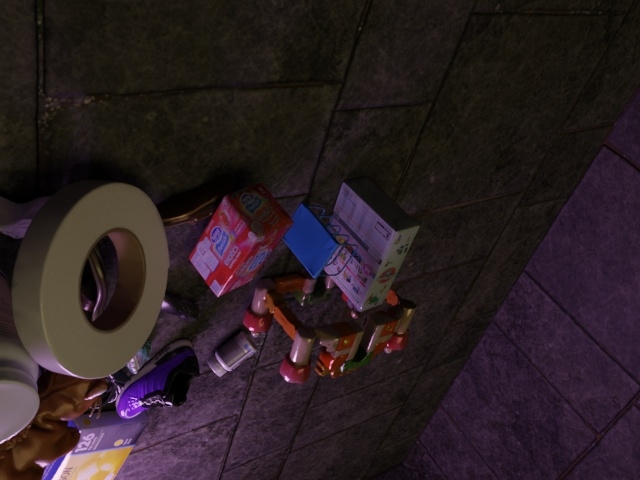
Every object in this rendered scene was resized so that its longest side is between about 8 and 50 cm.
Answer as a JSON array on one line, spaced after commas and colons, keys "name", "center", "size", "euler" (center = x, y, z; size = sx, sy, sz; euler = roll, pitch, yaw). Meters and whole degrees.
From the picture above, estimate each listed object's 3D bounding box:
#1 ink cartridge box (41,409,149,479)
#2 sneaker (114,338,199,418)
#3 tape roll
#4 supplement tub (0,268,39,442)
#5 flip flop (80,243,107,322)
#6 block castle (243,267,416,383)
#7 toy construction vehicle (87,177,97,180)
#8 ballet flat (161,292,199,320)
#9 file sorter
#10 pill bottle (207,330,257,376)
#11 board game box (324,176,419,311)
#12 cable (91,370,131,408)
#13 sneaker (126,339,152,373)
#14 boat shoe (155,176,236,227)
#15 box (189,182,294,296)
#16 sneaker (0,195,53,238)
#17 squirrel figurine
[{"name": "ink cartridge box", "center": [-0.695, 0.617, 1.931], "size": [0.307, 0.072, 0.304], "euler": [5, 127, -48]}, {"name": "sneaker", "center": [-0.450, 0.421, 1.857], "size": [0.293, 0.146, 0.102], "euler": [-45, 146, 8]}, {"name": "tape roll", "center": [-0.432, 0.074, 1.307], "size": [0.392, 0.072, 0.392], "euler": [7, 90, -70]}, {"name": "supplement tub", "center": [-0.669, 0.203, 1.235], "size": [0.235, 0.325, 0.235], "euler": [-25, 144, -20]}, {"name": "flip flop", "center": [-0.520, 0.102, 1.469], "size": [0.080, 0.112, 0.277], "euler": [-3, 139, -26]}, {"name": "block castle", "center": [0.033, 0.238, 1.962], "size": [0.453, 0.303, 0.213], "euler": [-10, 131, -36]}, {"name": "toy construction vehicle", "center": [-0.475, -0.076, 1.359], "size": [0.086, 0.035, 0.098], "euler": [-41, 150, -16]}, {"name": "ballet flat", "center": [-0.379, 0.165, 1.729], "size": [0.057, 0.049, 0.173], "euler": [-14, 150, 24]}, {"name": "file sorter", "center": [0.000, 0.000, 1.766], "size": [0.104, 0.170, 0.118], "euler": [4, 128, -48]}, {"name": "pill bottle", "center": [-0.266, 0.342, 1.998], "size": [0.137, 0.078, 0.078], "euler": [-37, 146, -2]}, {"name": "board game box", "center": [0.121, 0.011, 1.844], "size": [0.097, 0.224, 0.303], "euler": [-15, 140, -37]}, {"name": "cable", "center": [-0.607, 0.391, 1.775], "size": [0.150, 0.047, 0.184], "euler": [-38, 149, 9]}, {"name": "sneaker", "center": [-0.481, 0.277, 1.751], "size": [0.076, 0.065, 0.167], "euler": [-36, 153, -35]}, {"name": "boat shoe", "center": [-0.281, -0.071, 1.503], "size": [0.207, 0.073, 0.073], "euler": [-23, 140, -21]}, {"name": "box", "center": [-0.190, 0.001, 1.557], "size": [0.122, 0.128, 0.257], "euler": [-27, 162, -44]}, {"name": "sneaker", "center": [-0.594, -0.036, 1.262], "size": [0.212, 0.080, 0.094], "euler": [0, 151, -39]}, {"name": "squirrel figurine", "center": [-0.672, 0.401, 1.511], "size": [0.370, 0.281, 0.397], "euler": [-43, 155, -7]}]
